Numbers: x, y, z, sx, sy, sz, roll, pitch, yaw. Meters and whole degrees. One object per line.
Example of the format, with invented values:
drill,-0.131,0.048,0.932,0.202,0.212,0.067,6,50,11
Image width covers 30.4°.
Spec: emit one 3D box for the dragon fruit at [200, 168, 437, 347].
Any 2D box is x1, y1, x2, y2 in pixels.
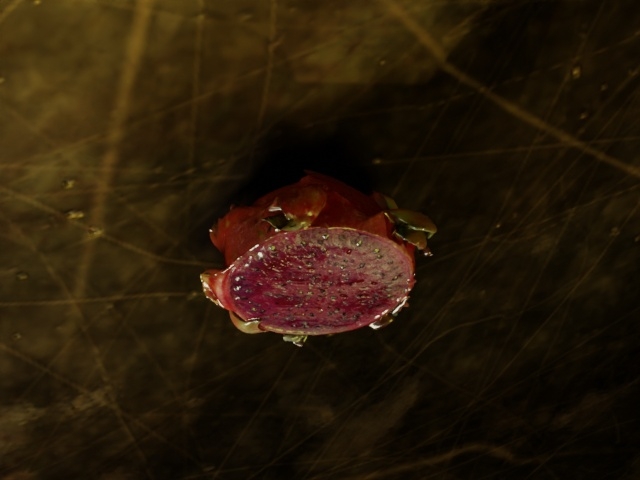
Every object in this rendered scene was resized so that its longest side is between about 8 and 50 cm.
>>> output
dragon fruit,-0.005,0.002,0.640,0.112,0.068,0.126,11,141,-15
